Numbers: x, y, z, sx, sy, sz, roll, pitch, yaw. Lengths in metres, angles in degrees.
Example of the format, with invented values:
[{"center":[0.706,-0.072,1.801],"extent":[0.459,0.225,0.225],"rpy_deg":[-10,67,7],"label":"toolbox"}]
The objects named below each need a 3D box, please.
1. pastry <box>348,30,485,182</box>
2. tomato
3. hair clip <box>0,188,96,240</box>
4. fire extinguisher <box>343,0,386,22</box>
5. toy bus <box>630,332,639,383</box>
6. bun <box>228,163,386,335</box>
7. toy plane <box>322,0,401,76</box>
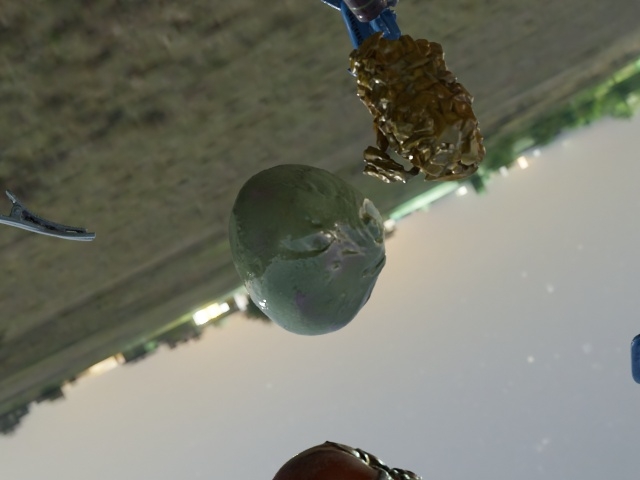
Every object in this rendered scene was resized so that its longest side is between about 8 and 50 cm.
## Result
[{"center":[0.117,-0.165,1.706],"extent":[0.154,0.250,0.102],"rpy_deg":[-9,138,-9],"label":"pastry"},{"center":[0.032,0.353,1.617],"extent":[0.232,0.232,0.188],"rpy_deg":[146,-33,-88],"label":"tomato"},{"center":[-0.307,-0.025,1.484],"extent":[0.115,0.039,0.030],"rpy_deg":[18,174,-16],"label":"hair clip"},{"center":[0.018,-0.311,1.479],"extent":[0.043,0.158,0.064],"rpy_deg":[-29,-138,17],"label":"fire extinguisher"},{"center":[0.547,0.202,1.618],"extent":[0.312,0.190,0.152],"rpy_deg":[-6,149,11],"label":"toy bus"},{"center":[0.000,0.000,2.019],"extent":[0.179,0.283,0.283],"rpy_deg":[-26,180,39],"label":"bun"},{"center":[0.083,-0.317,2.037],"extent":[0.105,0.271,0.254],"rpy_deg":[-22,146,-17],"label":"toy plane"}]
